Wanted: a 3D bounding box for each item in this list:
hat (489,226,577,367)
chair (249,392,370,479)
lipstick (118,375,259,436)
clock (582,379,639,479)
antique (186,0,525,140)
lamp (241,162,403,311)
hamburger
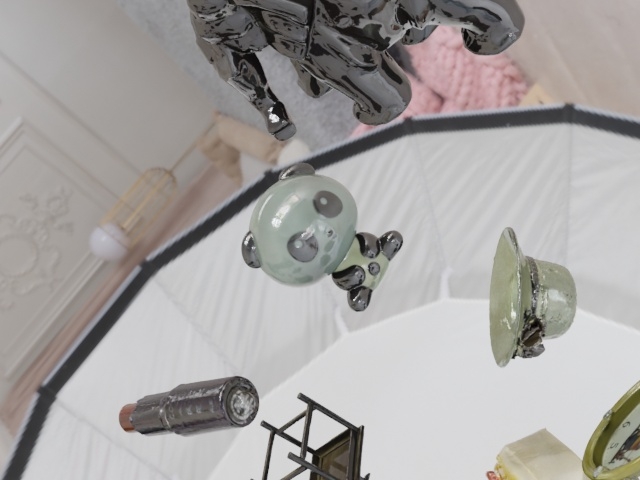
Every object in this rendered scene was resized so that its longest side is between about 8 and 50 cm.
[{"bbox_3d":[0.389,0.104,1.463,0.130,0.257,0.257,3,168,3],"label":"hat"},{"bbox_3d":[0.019,0.414,1.459,0.260,0.141,0.154,34,-143,-20],"label":"chair"},{"bbox_3d":[-0.209,0.258,1.235,0.299,0.081,0.081,-20,127,44],"label":"lipstick"},{"bbox_3d":[0.448,0.243,1.079,0.057,0.237,0.237,44,172,5],"label":"clock"},{"bbox_3d":[0.018,-0.258,0.846,0.255,0.322,0.185,39,-150,-47],"label":"antique"},{"bbox_3d":[0.000,0.000,1.349,0.244,0.198,0.198,32,173,-10],"label":"lamp"},{"bbox_3d":[0.366,0.410,1.236,0.227,0.151,0.295,46,177,0],"label":"hamburger"}]
